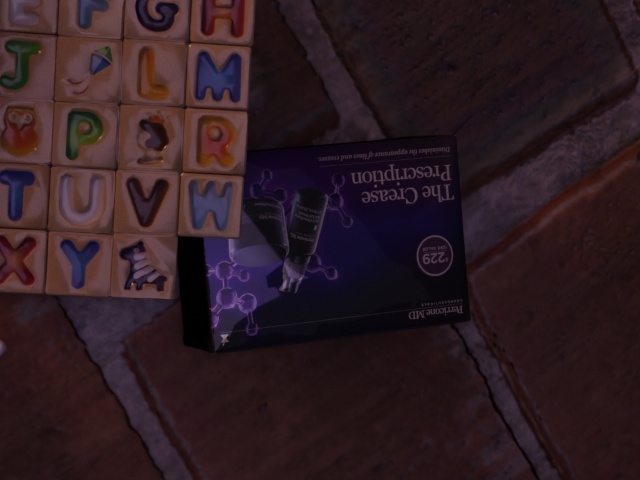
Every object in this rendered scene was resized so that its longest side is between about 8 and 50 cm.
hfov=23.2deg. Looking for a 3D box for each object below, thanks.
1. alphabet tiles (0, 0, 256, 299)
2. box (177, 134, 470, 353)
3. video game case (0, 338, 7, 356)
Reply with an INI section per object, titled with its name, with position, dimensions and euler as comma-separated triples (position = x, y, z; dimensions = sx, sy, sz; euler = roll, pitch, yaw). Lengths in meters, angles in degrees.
[alphabet tiles]
position = -0.204, -0.121, 1.360
dimensions = 0.285, 0.011, 0.342
euler = 3, 92, -7
[box]
position = 0.000, 0.000, 1.474
dimensions = 0.261, 0.103, 0.184
euler = -6, 96, -21
[video game case]
position = -0.415, 0.094, 1.305
dimensions = 0.227, 0.026, 0.206
euler = 41, 87, -2
